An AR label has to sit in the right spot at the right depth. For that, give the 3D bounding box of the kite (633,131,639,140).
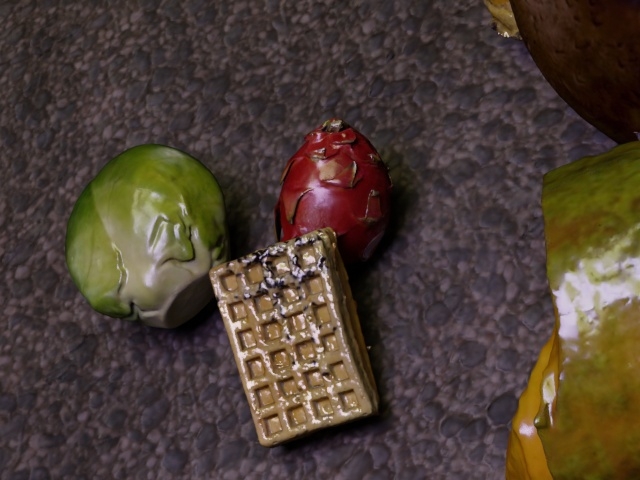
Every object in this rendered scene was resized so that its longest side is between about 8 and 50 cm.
[{"bbox_3d":[0.273,-0.038,1.349,0.011,0.139,0.156,-62,12,-26],"label":"kite"}]

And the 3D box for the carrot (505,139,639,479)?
[{"bbox_3d":[0.235,0.050,1.229,0.340,0.241,0.241,-21,52,17],"label":"carrot"}]

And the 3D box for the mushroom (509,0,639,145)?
[{"bbox_3d":[0.270,-0.220,1.332,0.345,0.239,0.345,1,95,12],"label":"mushroom"}]

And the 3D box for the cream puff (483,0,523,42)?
[{"bbox_3d":[0.178,-0.221,1.523,0.119,0.104,0.133,-24,72,61],"label":"cream puff"}]

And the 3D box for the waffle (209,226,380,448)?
[{"bbox_3d":[-0.018,0.073,1.459,0.102,0.042,0.148,-19,81,21],"label":"waffle"}]

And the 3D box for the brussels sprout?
[{"bbox_3d":[-0.134,-0.003,1.570,0.155,0.117,0.155,-5,80,32],"label":"brussels sprout"}]

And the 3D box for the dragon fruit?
[{"bbox_3d":[0.000,0.000,1.521,0.094,0.094,0.190,31,105,40],"label":"dragon fruit"}]
